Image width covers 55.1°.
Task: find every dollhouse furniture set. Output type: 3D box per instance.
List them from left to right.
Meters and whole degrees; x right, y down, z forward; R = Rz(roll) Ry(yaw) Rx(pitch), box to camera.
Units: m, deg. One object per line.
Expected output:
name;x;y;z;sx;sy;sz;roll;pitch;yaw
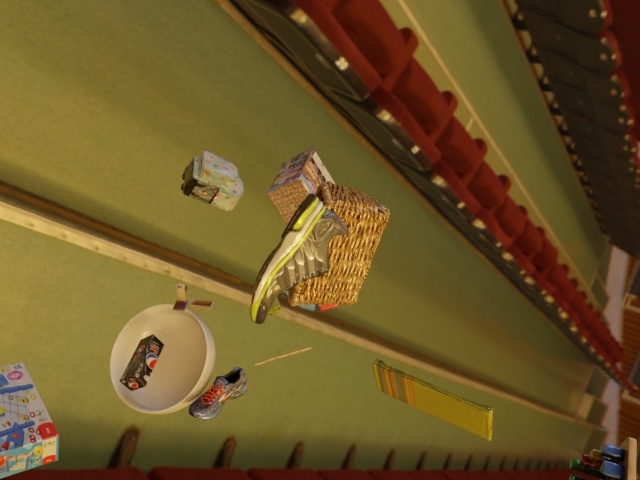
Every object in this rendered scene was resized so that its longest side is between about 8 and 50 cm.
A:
dollhouse furniture set;-0.367;0.149;1.791;0.091;0.114;0.081;-79;174;-55

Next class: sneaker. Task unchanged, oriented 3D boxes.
sneaker;-0.304;0.446;1.818;0.221;0.083;0.087;-34;137;-46
sneaker;-0.049;0.056;1.287;0.300;0.121;0.111;-58;-171;9

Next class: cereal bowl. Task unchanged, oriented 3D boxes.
cereal bowl;-0.474;0.375;1.919;0.339;0.339;0.141;-60;155;-11

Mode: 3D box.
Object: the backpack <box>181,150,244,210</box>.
backpack;-0.337;-0.189;1.991;0.188;0.166;0.144;30;113;-27

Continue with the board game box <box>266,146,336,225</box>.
board game box;-0.049;-0.166;2.239;0.232;0.141;0.291;57;23;-20

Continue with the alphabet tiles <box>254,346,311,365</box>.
alphabet tiles;-0.126;0.395;2.096;0.198;0.009;0.237;-16;169;-3

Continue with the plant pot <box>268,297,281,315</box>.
plant pot;-0.171;0.209;2.069;0.083;0.079;0.083;-26;149;-17

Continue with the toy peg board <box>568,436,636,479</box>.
toy peg board;0.513;0.459;1.135;0.160;0.079;0.161;87;21;-51

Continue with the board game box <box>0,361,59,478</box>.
board game box;-0.848;0.456;1.512;0.302;0.308;0.086;-9;124;-40

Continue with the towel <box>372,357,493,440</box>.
towel;0.208;0.296;1.150;0.021;0.237;0.102;-52;145;-31

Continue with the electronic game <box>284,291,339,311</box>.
electronic game;-0.006;0.114;1.827;0.048;0.229;0.229;-91;-179;-64

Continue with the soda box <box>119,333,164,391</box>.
soda box;-0.518;0.355;1.793;0.053;0.060;0.169;53;27;-26

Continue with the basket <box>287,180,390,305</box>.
basket;0.000;0.000;1.598;0.223;0.213;0.299;4;114;-40
